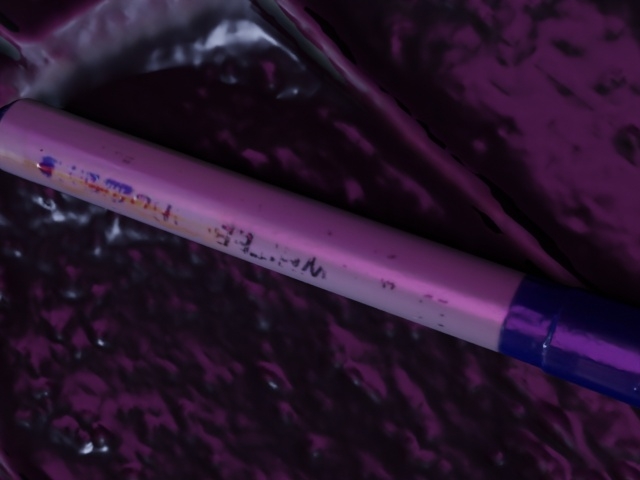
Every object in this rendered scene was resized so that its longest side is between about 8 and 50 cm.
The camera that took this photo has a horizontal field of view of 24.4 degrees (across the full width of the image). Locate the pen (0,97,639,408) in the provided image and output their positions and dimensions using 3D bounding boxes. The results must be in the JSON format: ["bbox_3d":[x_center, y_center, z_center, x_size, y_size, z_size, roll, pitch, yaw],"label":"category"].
[{"bbox_3d":[0.000,0.000,0.516,0.269,0.033,0.033,20,109,19],"label":"pen"}]
